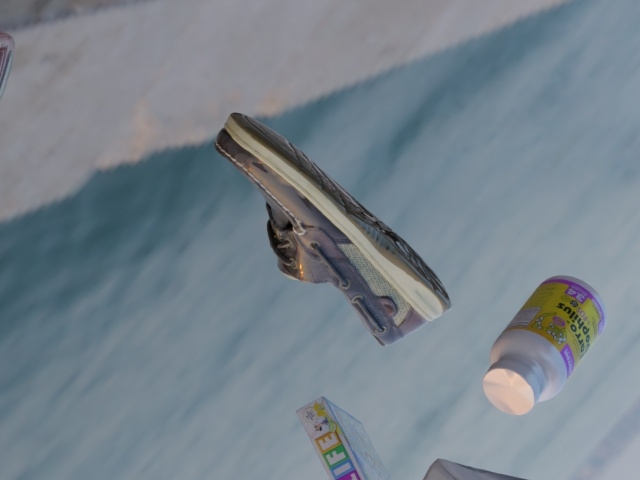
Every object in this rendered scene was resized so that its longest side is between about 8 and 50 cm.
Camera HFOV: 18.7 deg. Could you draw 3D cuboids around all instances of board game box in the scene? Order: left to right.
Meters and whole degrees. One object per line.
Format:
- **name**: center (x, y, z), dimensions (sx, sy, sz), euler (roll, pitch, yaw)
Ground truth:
- **board game box**: center (0.030, 0.188, 1.578), dimensions (0.026, 0.103, 0.154), euler (-30, 162, 5)

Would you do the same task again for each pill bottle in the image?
- **pill bottle**: center (0.118, 0.057, 1.035), dimensions (0.083, 0.043, 0.043), euler (-47, 171, -44)

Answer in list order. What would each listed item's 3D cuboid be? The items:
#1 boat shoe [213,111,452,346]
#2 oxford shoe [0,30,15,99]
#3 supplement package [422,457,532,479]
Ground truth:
- **boat shoe**: center (0.000, 0.000, 1.368), dimensions (0.073, 0.223, 0.080), euler (-45, -152, 8)
- **oxford shoe**: center (-0.351, -0.091, 1.329), dimensions (0.397, 0.146, 0.140), euler (-35, 149, -62)
- **supplement package**: center (0.149, 0.225, 0.799), dimensions (0.293, 0.175, 0.177), euler (17, 106, -44)
